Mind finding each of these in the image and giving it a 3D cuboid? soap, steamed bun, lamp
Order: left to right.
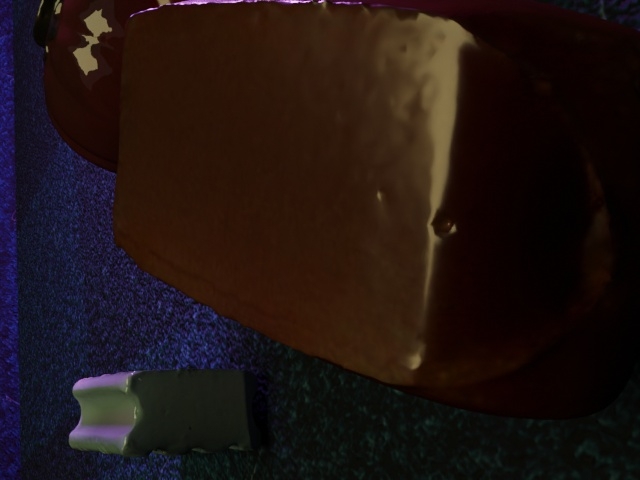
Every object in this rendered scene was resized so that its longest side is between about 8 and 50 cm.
[{"bbox_3d":[-0.204,0.212,1.002,0.289,0.172,0.095,-20,68,58],"label":"soap"},{"bbox_3d":[-0.187,-0.219,0.931,0.303,0.257,0.303,-61,8,15],"label":"lamp"},{"bbox_3d":[0.050,-0.042,0.536,0.379,0.248,0.235,16,105,44],"label":"steamed bun"}]

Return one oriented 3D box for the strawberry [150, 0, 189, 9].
[{"bbox_3d":[-0.016,-0.222,0.744,0.149,0.265,0.336,-20,-86,-80],"label":"strawberry"}]
